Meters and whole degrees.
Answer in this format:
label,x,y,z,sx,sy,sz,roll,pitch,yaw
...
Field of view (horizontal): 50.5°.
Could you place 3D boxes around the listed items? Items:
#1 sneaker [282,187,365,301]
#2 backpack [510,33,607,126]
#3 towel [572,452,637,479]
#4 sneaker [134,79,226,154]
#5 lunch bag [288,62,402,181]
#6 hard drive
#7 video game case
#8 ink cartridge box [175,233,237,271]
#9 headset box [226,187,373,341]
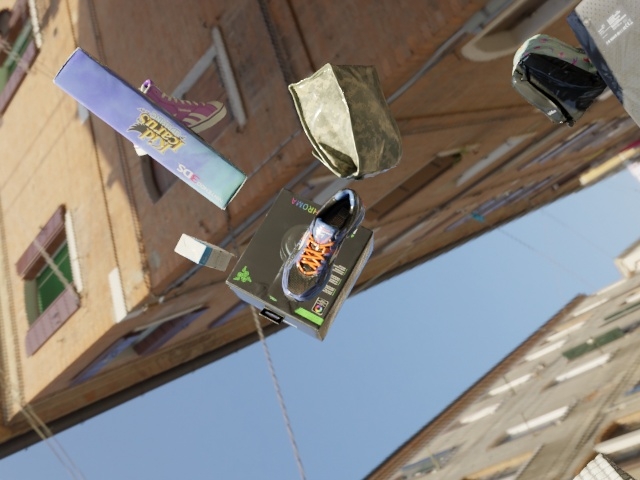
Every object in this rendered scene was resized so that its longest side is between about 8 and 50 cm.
label,x,y,z,sx,sy,sz,roll,pitch,yaw
sneaker,0.000,0.000,1.132,0.083,0.087,0.221,25,-104,11
backpack,0.485,-0.341,1.406,0.182,0.152,0.115,25,-136,-1
towel,0.424,0.475,0.987,0.121,0.235,0.284,45,-175,-9
sneaker,-0.361,-0.337,1.694,0.282,0.102,0.161,-35,-66,-41
lunch bag,0.079,-0.292,1.741,0.235,0.168,0.287,-21,-91,-55
hard drive,0.513,-0.299,1.071,0.054,0.172,0.255,-30,-97,-16
video game case,-0.226,-0.153,0.983,0.269,0.061,0.244,37,-178,-8
ink cartridge box,-0.162,0.020,0.974,0.048,0.028,0.083,26,180,29
headset box,-0.048,0.065,1.578,0.246,0.131,0.283,27,-105,13
